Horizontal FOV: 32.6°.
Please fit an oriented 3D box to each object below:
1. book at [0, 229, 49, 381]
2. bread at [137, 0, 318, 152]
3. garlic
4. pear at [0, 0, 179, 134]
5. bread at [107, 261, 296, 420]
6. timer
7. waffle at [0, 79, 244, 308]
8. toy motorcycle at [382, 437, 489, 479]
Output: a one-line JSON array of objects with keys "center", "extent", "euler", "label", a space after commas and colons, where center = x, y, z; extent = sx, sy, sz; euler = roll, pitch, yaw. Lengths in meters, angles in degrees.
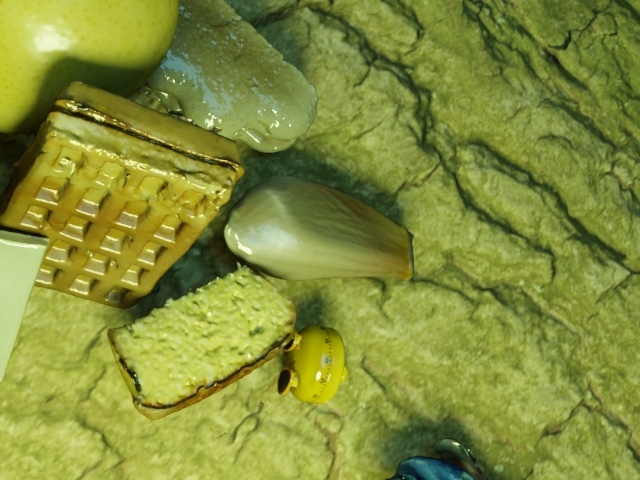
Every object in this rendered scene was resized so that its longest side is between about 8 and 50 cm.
[{"center": [-0.465, 0.059, 1.199], "extent": [0.289, 0.201, 0.026], "euler": [12, 25, -28], "label": "book"}, {"center": [-0.163, -0.242, 1.513], "extent": [0.337, 0.102, 0.183], "euler": [44, 57, -9], "label": "bread"}, {"center": [-0.003, -0.007, 1.520], "extent": [0.318, 0.112, 0.143], "euler": [5, 49, -27], "label": "garlic"}, {"center": [-0.342, -0.293, 1.284], "extent": [0.348, 0.348, 0.348], "euler": [10, 69, -27], "label": "pear"}, {"center": [-0.159, 0.137, 1.370], "extent": [0.260, 0.134, 0.129], "euler": [-25, 77, -39], "label": "bread"}, {"center": [0.002, 0.168, 1.468], "extent": [0.109, 0.107, 0.107], "euler": [12, 68, -22], "label": "timer"}, {"center": [-0.251, -0.040, 1.256], "extent": [0.224, 0.327, 0.098], "euler": [18, 57, -23], "label": "waffle"}, {"center": [0.175, 0.418, 1.472], "extent": [0.182, 0.241, 0.319], "euler": [-32, 99, 6], "label": "toy motorcycle"}]
